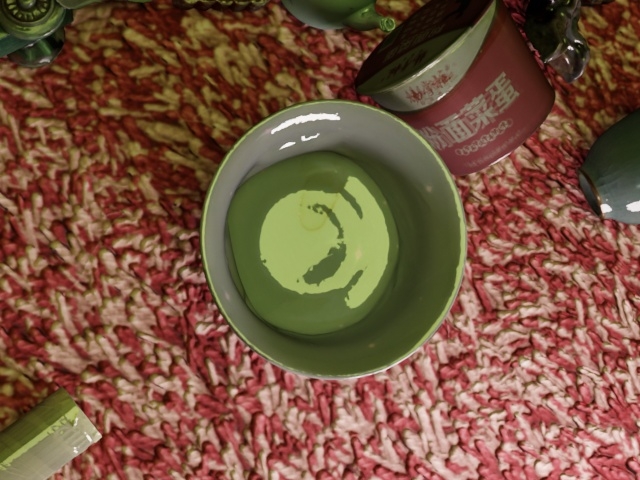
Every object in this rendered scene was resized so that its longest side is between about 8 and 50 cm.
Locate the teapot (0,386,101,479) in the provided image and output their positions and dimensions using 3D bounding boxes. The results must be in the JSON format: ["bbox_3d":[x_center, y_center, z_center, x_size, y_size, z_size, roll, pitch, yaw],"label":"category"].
[{"bbox_3d":[-0.366,0.282,1.545,0.200,0.077,0.107,-37,118,-15],"label":"teapot"}]

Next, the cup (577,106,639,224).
[{"bbox_3d":[0.445,-0.095,1.766,0.150,0.199,0.199,-25,96,2],"label":"cup"}]

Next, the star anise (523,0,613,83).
[{"bbox_3d":[0.327,-0.353,1.717,0.212,0.129,0.283,64,35,-44],"label":"star anise"}]

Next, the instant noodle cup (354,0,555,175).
[{"bbox_3d":[0.188,-0.210,1.659,0.235,0.235,0.178,-47,110,-13],"label":"instant noodle cup"}]

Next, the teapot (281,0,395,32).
[{"bbox_3d":[0.023,-0.369,1.645,0.159,0.159,0.232,-31,97,-16],"label":"teapot"}]

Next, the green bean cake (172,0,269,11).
[{"bbox_3d":[-0.131,-0.370,1.644,0.135,0.056,0.135,-2,90,-17],"label":"green bean cake"}]

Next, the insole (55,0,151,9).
[{"bbox_3d":[-0.260,-0.326,1.552,0.232,0.003,0.080,-29,101,-57],"label":"insole"}]

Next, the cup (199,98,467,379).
[{"bbox_3d":[0.000,0.000,1.618,0.347,0.163,0.347,0,88,-16],"label":"cup"}]

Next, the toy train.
[{"bbox_3d":[-0.442,-0.292,1.510,0.304,0.150,0.221,-30,87,-14],"label":"toy train"}]
